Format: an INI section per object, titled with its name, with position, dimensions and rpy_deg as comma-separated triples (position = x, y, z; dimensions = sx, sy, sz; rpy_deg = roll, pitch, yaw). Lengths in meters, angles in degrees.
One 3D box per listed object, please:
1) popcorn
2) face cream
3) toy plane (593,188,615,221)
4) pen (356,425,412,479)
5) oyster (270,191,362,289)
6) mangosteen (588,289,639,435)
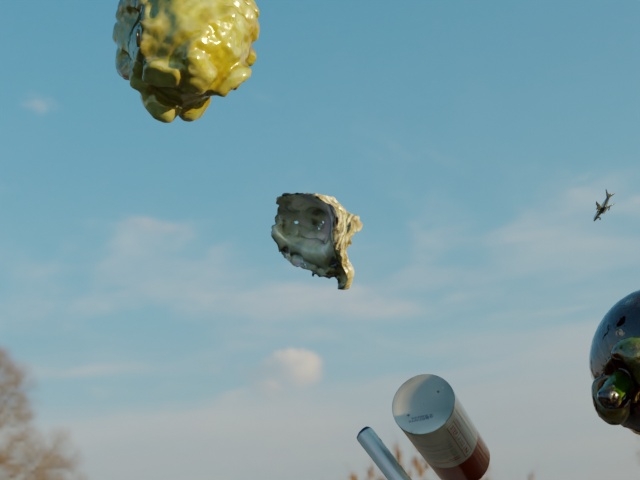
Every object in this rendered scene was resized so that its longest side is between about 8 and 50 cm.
[popcorn]
position = -0.220, -0.326, 1.750
dimensions = 0.252, 0.286, 0.215
rpy_deg = -40, -48, 16
[face cream]
position = 0.186, 0.292, 1.652
dimensions = 0.096, 0.095, 0.214
rpy_deg = -11, -37, 18
[toy plane]
position = 0.671, -0.080, 2.587
dimensions = 0.078, 0.084, 0.024
rpy_deg = 2, 24, -42
[pen]
position = 0.139, 0.383, 1.602
dimensions = 0.033, 0.269, 0.033
rpy_deg = -29, -31, -19
[oyster]
position = 0.000, 0.000, 1.884
dimensions = 0.163, 0.191, 0.081
rpy_deg = -21, -8, 29
[mangosteen]
position = 0.462, 0.182, 1.499
dimensions = 0.216, 0.216, 0.216
rpy_deg = -4, -19, -1
